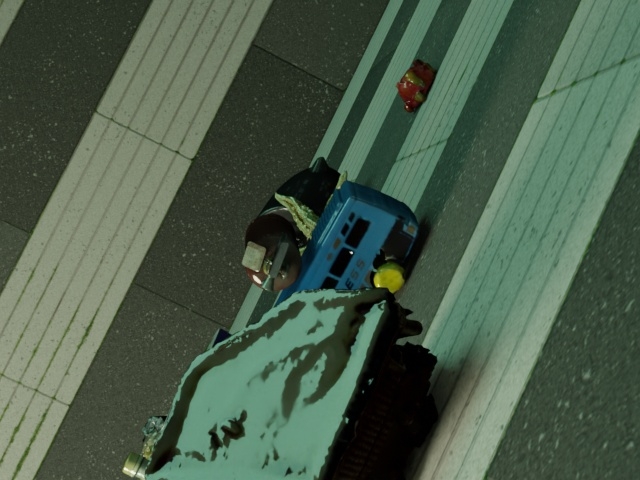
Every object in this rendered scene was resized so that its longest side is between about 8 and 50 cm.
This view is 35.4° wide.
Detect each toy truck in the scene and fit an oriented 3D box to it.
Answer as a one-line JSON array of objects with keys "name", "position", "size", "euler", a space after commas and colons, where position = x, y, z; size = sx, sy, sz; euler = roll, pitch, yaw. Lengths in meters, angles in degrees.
[{"name": "toy truck", "position": [0.023, 0.095, 1.705], "size": [0.385, 0.162, 0.161], "euler": [-62, 10, 14]}]

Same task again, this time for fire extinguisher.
[{"name": "fire extinguisher", "position": [-0.079, 0.018, 1.670], "size": [0.105, 0.104, 0.269], "euler": [-62, 8, 8]}]

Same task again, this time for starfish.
[{"name": "starfish", "position": [0.002, -0.001, 2.065], "size": [0.347, 0.078, 0.358], "euler": [-60, 41, 37]}]

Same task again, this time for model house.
[{"name": "model house", "position": [0.000, 0.208, 1.253], "size": [0.282, 0.297, 0.317], "euler": [30, -102, -54]}]

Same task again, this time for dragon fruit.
[{"name": "dragon fruit", "position": [0.209, -0.354, 2.269], "size": [0.126, 0.068, 0.112], "euler": [-66, 8, -29]}]

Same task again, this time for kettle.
[{"name": "kettle", "position": [-0.022, -0.040, 2.374], "size": [0.290, 0.207, 0.268], "euler": [-65, -21, -53]}]

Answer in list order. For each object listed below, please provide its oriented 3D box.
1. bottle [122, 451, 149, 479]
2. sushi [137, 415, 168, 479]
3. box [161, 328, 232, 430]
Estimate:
[{"name": "bottle", "position": [-0.217, 0.438, 1.744], "size": [0.083, 0.269, 0.083], "euler": [-60, 10, 19]}, {"name": "sushi", "position": [-0.297, 0.514, 2.307], "size": [0.238, 0.218, 0.225], "euler": [-58, 39, 17]}, {"name": "box", "position": [-0.193, 0.341, 2.135], "size": [0.299, 0.200, 0.106], "euler": [-56, 10, 43]}]
